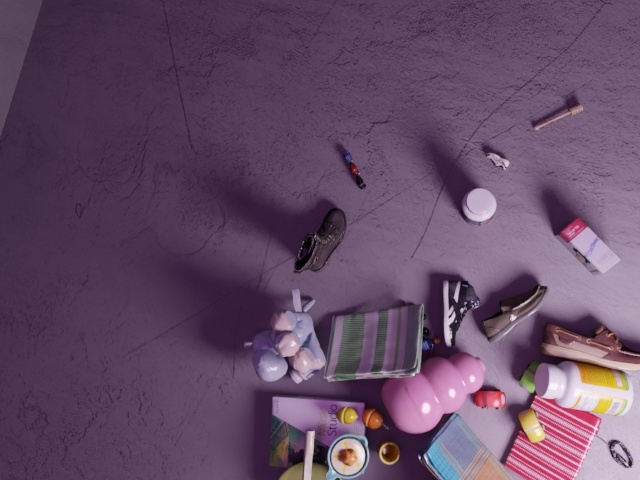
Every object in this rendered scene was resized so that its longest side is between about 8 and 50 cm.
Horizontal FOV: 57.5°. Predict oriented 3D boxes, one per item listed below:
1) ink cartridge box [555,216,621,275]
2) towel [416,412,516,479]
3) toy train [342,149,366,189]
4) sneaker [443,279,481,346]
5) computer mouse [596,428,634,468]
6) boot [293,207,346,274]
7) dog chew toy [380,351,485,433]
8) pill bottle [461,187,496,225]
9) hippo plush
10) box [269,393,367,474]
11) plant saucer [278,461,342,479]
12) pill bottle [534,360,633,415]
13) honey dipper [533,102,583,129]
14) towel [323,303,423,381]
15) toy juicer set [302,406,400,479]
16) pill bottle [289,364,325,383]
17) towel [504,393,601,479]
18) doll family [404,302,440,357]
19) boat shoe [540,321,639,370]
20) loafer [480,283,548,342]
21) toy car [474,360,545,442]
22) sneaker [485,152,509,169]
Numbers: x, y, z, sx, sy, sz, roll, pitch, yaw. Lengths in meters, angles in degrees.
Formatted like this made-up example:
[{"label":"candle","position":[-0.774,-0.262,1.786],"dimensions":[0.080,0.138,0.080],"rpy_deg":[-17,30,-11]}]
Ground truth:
[{"label":"ink cartridge box","position":[0.823,0.021,1.805],"dimensions":[0.072,0.127,0.175],"rpy_deg":[-42,76,6]},{"label":"towel","position":[0.474,0.712,1.736],"dimensions":[0.370,0.271,0.040],"rpy_deg":[47,124,14]},{"label":"toy train","position":[0.117,-0.250,2.049],"dimensions":[0.027,0.036,0.158],"rpy_deg":[-27,77,8]},{"label":"sneaker","position":[0.458,0.235,1.885],"dimensions":[0.121,0.079,0.217],"rpy_deg":[-2,81,14]},{"label":"computer mouse","position":[0.843,0.599,1.770],"dimensions":[0.242,0.041,0.071],"rpy_deg":[37,91,14]},{"label":"boot","position":[0.000,0.000,1.944],"dimensions":[0.091,0.229,0.263],"rpy_deg":[22,88,15]},{"label":"dog chew toy","position":[0.360,0.460,1.826],"dimensions":[0.331,0.206,0.207],"rpy_deg":[-28,77,-1]},{"label":"pill bottle","position":[0.506,-0.109,1.868],"dimensions":[0.108,0.180,0.108],"rpy_deg":[-2,83,13]},{"label":"hippo plush","position":[-0.147,0.328,1.911],"dimensions":[0.236,0.234,0.294],"rpy_deg":[-28,53,21]},{"label":"box","position":[-0.008,0.644,1.950],"dimensions":[0.322,0.058,0.232],"rpy_deg":[0,83,13]},{"label":"plant saucer","position":[-0.024,0.824,1.911],"dimensions":[0.240,0.037,0.241],"rpy_deg":[3,104,11]},{"label":"pill bottle","position":[0.773,0.433,1.728],"dimensions":[0.245,0.136,0.136],"rpy_deg":[10,85,-3]},{"label":"honey dipper","position":[0.781,-0.406,1.924],"dimensions":[0.160,0.030,0.030],"rpy_deg":[-24,78,12]},{"label":"towel","position":[0.169,0.330,1.879],"dimensions":[0.324,0.038,0.248],"rpy_deg":[-12,50,28]},{"label":"toy juicer set","position":[0.074,0.640,1.833],"dimensions":[0.329,0.089,0.209],"rpy_deg":[-16,87,-12]},{"label":"pill bottle","position":[-0.043,0.430,1.981],"dimensions":[0.120,0.067,0.067],"rpy_deg":[-39,76,5]},{"label":"towel","position":[0.704,0.613,1.774],"dimensions":[0.199,0.031,0.275],"rpy_deg":[24,89,36]},{"label":"doll family","position":[0.318,0.294,1.918],"dimensions":[0.111,0.076,0.193],"rpy_deg":[-25,83,4]},{"label":"boat shoe","position":[0.852,0.315,1.768],"dimensions":[0.342,0.123,0.123],"rpy_deg":[8,86,20]},{"label":"loafer","position":[0.609,0.217,1.846],"dimensions":[0.251,0.094,0.087],"rpy_deg":[-42,80,5]},{"label":"toy car","position":[0.622,0.473,1.808],"dimensions":[0.239,0.053,0.225],"rpy_deg":[31,89,28]},{"label":"sneaker","position":[0.586,-0.264,1.946],"dimensions":[0.083,0.032,0.037],"rpy_deg":[29,90,15]}]
